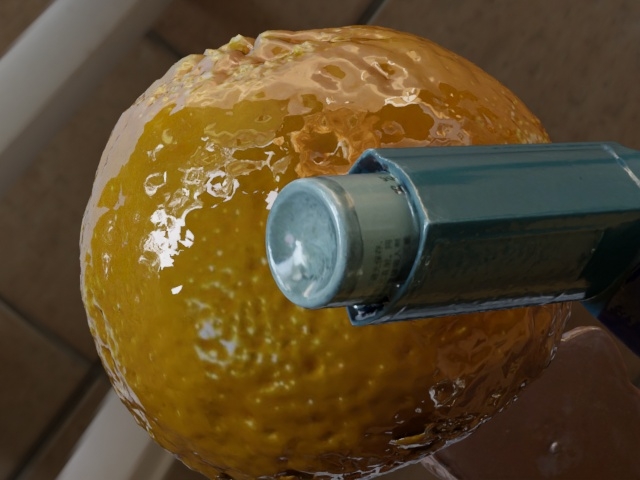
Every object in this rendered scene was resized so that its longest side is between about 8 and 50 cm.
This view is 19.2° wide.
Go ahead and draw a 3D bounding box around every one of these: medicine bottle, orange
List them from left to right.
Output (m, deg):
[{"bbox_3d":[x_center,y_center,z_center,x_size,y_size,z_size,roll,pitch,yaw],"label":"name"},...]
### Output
[{"bbox_3d":[0.000,0.000,1.280,0.340,0.340,0.293,-12,106,31],"label":"orange"},{"bbox_3d":[0.098,0.006,0.942,0.079,0.258,0.124,-53,51,40],"label":"medicine bottle"}]

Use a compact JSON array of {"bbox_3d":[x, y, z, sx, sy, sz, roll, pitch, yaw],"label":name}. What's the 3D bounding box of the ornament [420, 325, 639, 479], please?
[{"bbox_3d":[0.189,0.172,1.824,0.235,0.217,0.221,14,93,-15],"label":"ornament"}]
